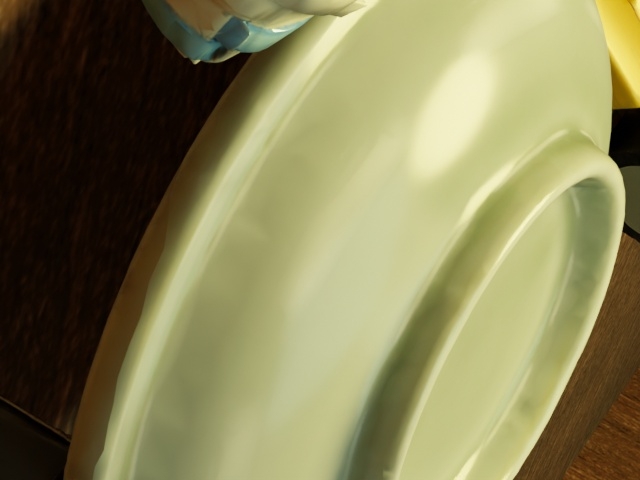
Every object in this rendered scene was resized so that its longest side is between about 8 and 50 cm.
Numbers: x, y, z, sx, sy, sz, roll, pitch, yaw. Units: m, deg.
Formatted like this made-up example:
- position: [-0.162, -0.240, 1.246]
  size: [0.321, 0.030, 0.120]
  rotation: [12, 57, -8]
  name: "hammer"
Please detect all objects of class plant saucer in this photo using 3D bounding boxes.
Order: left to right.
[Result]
- position: [0.044, 0.039, 0.891]
  size: [0.400, 0.100, 0.400]
  rotation: [-49, 155, -32]
  name: "plant saucer"

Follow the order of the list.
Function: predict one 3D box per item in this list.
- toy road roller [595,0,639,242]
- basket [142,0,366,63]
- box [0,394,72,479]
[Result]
- position: [0.145, -0.151, 1.192]
  size: [0.202, 0.240, 0.329]
  rotation: [-56, 129, -28]
  name: "toy road roller"
- position: [0.045, -0.198, 0.605]
  size: [0.289, 0.201, 0.255]
  rotation: [-33, -178, 33]
  name: "basket"
- position: [-0.207, 0.193, 0.789]
  size: [0.261, 0.103, 0.184]
  rotation: [-51, 160, -30]
  name: "box"
